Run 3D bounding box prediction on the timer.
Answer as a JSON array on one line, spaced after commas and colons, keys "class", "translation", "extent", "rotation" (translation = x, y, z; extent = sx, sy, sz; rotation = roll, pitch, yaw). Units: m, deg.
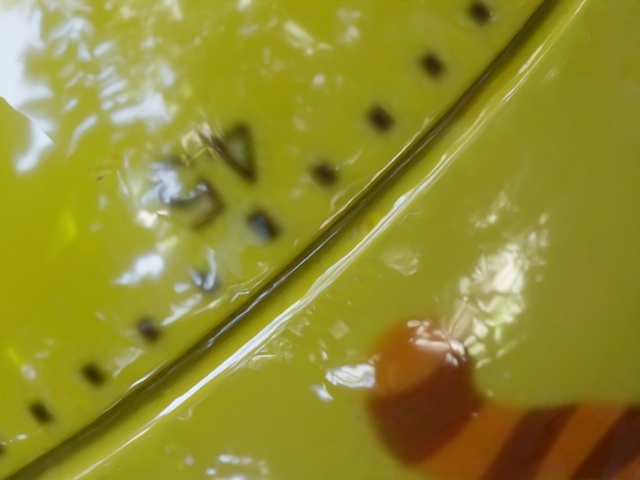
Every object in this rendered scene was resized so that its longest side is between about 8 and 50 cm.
[{"class": "timer", "translation": [0.000, 0.000, 0.550], "extent": [0.376, 0.376, 0.387], "rotation": [-30, 113, 38]}]
